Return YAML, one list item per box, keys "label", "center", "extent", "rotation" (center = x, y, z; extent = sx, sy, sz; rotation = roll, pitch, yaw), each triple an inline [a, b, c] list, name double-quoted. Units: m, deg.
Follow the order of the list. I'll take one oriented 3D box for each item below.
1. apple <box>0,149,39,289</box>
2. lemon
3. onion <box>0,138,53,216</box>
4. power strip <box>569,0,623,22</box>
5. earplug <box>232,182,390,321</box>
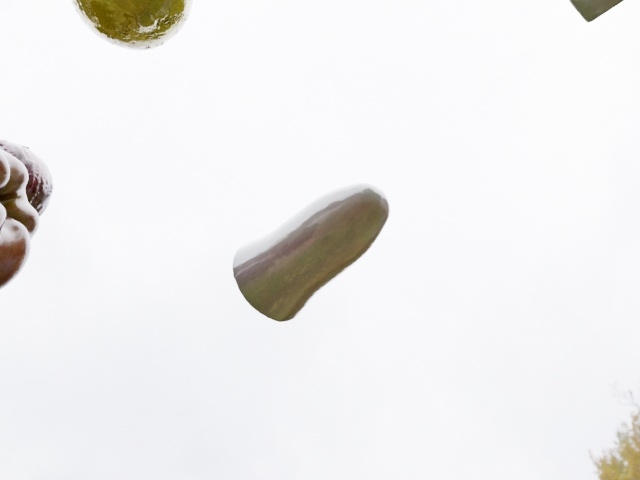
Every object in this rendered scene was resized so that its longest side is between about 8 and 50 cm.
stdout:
- label: "apple"
  center: [-0.566, -0.023, 0.768]
  extent: [0.316, 0.288, 0.289]
  rotation: [-12, -59, -13]
- label: "lemon"
  center: [-0.268, -0.359, 0.796]
  extent: [0.173, 0.206, 0.174]
  rotation: [-12, -61, -23]
- label: "onion"
  center: [-0.581, -0.070, 1.031]
  extent: [0.195, 0.139, 0.218]
  rotation: [0, -102, 37]
- label: "power strip"
  center: [0.260, -0.250, 0.425]
  extent: [0.052, 0.272, 0.078]
  rotation: [49, -30, -9]
- label: "earplug"
  center: [0.000, 0.000, 1.007]
  extent: [0.172, 0.172, 0.301]
  rotation: [43, -57, -13]
